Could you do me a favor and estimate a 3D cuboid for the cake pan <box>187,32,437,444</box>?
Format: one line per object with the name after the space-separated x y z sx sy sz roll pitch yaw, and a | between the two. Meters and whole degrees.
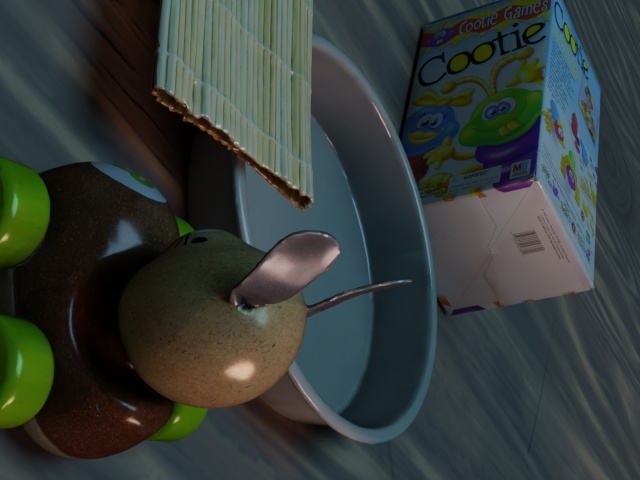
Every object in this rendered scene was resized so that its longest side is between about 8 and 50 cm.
0.000 0.000 0.840 0.293 0.054 0.293 35 48 -53 | cake pan

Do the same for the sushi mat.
-0.046 -0.187 0.764 0.151 0.019 0.317 34 47 -46 | sushi mat

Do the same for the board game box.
0.170 -0.088 1.112 0.144 0.142 0.275 55 34 -36 | board game box

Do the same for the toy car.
-0.060 0.021 0.564 0.155 0.188 0.149 21 60 -59 | toy car
